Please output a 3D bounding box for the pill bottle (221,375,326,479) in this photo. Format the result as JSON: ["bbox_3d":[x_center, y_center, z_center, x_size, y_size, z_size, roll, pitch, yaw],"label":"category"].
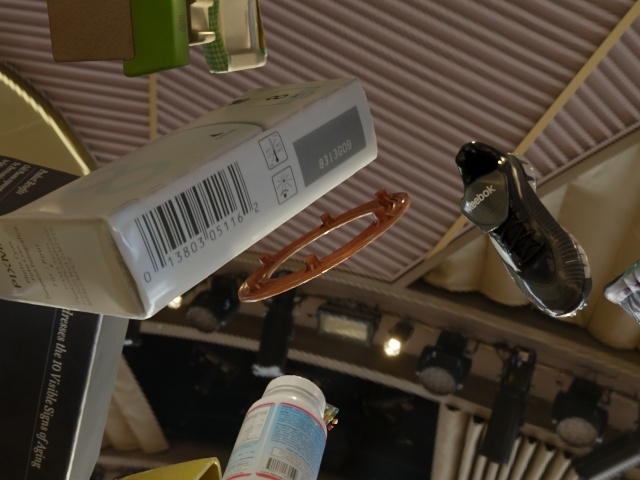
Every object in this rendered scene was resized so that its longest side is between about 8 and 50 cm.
[{"bbox_3d":[-0.042,0.210,0.792,0.087,0.160,0.087,6,-57,10],"label":"pill bottle"}]

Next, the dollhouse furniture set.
[{"bbox_3d":[-0.174,-0.278,0.863,0.152,0.301,0.197,1,-76,13],"label":"dollhouse furniture set"}]

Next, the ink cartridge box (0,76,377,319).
[{"bbox_3d":[-0.187,-0.055,0.761,0.385,0.308,0.091,4,-60,39],"label":"ink cartridge box"}]

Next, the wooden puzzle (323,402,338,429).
[{"bbox_3d":[0.005,0.351,1.619,0.083,0.006,0.049,31,-82,-31],"label":"wooden puzzle"}]

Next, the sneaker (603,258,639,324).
[{"bbox_3d":[0.414,0.044,0.909,0.098,0.083,0.223,52,-17,14],"label":"sneaker"}]

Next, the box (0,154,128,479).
[{"bbox_3d":[-0.514,0.136,1.055,0.472,0.297,0.479,16,-69,-6],"label":"box"}]

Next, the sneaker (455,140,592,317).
[{"bbox_3d":[0.196,-0.020,0.831,0.106,0.234,0.078,23,-54,-34],"label":"sneaker"}]

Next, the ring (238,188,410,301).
[{"bbox_3d":[0.000,0.000,1.363,0.337,0.336,0.032,-24,-78,34],"label":"ring"}]

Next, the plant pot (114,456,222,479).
[{"bbox_3d":[-0.222,0.379,0.879,0.187,0.212,0.212,-6,-82,17],"label":"plant pot"}]
